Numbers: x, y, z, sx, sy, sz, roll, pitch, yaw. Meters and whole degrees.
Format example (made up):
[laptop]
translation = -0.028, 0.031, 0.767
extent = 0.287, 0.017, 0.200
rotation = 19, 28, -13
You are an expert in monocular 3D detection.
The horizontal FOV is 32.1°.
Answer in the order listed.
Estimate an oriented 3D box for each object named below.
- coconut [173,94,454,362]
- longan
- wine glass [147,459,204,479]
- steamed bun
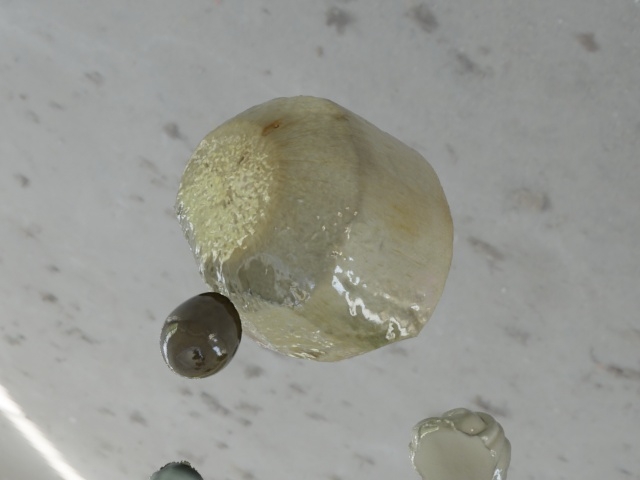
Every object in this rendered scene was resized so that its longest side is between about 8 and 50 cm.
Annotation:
[coconut]
translation = 0.000, 0.000, 1.584
extent = 0.344, 0.415, 0.415
rotation = -34, 118, 24
[longan]
translation = -0.142, 0.112, 1.322
extent = 0.092, 0.113, 0.113
rotation = 33, 151, -14
[wine glass]
translation = -0.165, 0.276, 1.116
extent = 0.072, 0.072, 0.155
rotation = 25, -169, 8
[steamed bun]
translation = 0.244, 0.364, 1.902
extent = 0.183, 0.106, 0.183
rotation = 12, 116, 25
